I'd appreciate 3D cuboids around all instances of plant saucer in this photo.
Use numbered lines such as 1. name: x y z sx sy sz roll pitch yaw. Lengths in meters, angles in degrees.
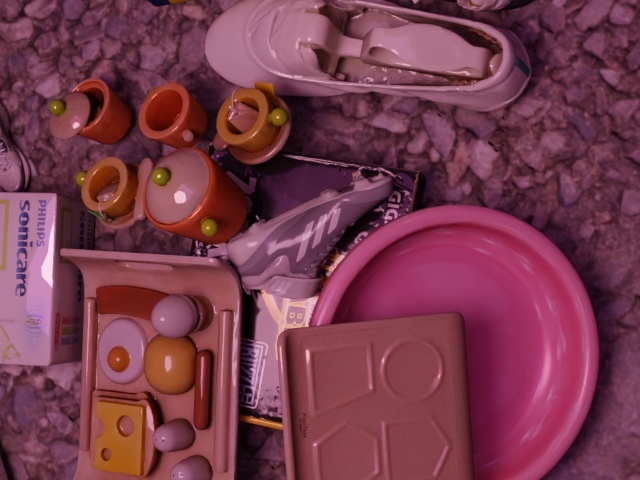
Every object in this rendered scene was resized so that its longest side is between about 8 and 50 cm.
1. plant saucer: 0.140 0.126 1.153 0.332 0.084 0.332 0 92 -14

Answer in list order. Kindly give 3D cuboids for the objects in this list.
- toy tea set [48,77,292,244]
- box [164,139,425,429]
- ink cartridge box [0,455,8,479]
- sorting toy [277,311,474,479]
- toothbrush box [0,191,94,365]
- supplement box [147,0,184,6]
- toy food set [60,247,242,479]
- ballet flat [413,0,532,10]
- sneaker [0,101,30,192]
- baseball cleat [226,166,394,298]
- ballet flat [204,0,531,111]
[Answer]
1. toy tea set: -0.203 -0.109 1.198 0.336 0.124 0.200 8 75 33
2. box: -0.029 0.059 1.241 0.257 0.079 0.322 10 89 13
3. ink cartridge box: -0.496 0.415 1.223 0.285 0.166 0.395 -29 66 8
4. sorting toy: 0.058 0.177 1.077 0.208 0.038 0.193 -5 93 -18
5. toothbrush box: -0.437 0.045 1.300 0.283 0.122 0.206 2 88 10
6. supplement box: -0.072 -0.422 1.214 0.356 0.195 0.194 -10 85 10
7. toy food set: -0.208 0.166 1.190 0.219 0.092 0.306 2 90 25
8. ballet flat: 0.158 -0.295 1.203 0.203 0.074 0.074 12 89 -5
9. sneaker: -0.418 -0.119 1.336 0.052 0.058 0.135 -26 83 9
10. baseball cleat: 0.000 0.000 1.174 0.205 0.072 0.109 -22 96 15
11. ballet flat: 0.044 -0.231 1.214 0.400 0.139 0.139 10 89 12
